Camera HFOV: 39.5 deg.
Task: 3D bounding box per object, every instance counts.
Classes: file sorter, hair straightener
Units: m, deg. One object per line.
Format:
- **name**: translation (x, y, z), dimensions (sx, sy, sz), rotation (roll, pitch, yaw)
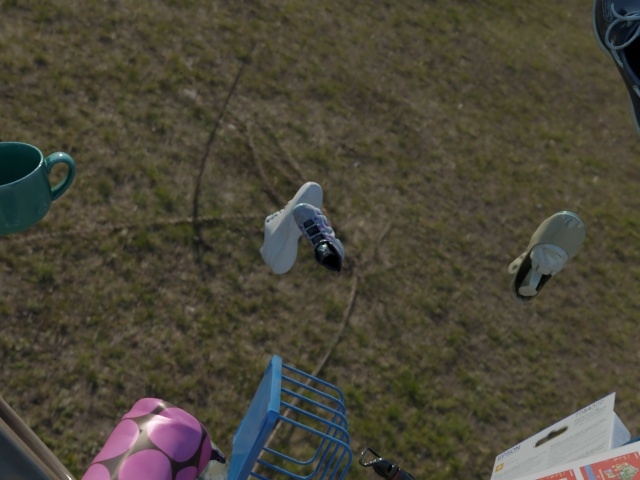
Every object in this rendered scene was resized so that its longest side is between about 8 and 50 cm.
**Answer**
- **file sorter**: translation (-0.033, 0.225, 0.993), dimensions (0.104, 0.118, 0.170), rotation (25, 10, -7)
- **hair straightener**: translation (0.127, 0.388, 1.414), dimensions (0.230, 0.047, 0.089), rotation (40, -13, -33)

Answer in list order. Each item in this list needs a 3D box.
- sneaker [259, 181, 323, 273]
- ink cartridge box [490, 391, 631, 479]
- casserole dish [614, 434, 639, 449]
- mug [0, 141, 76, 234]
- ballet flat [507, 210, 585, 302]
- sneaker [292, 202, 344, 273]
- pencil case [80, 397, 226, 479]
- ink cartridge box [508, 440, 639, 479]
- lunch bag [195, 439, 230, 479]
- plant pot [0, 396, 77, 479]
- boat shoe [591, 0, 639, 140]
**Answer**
- **sneaker**: translation (-0.073, -0.040, 1.863), dimensions (0.080, 0.212, 0.094), rotation (7, 27, -47)
- **ink cartridge box**: translation (0.455, 0.477, 1.743), dimensions (0.071, 0.324, 0.330), rotation (48, 32, -4)
- **casserole dish**: translation (0.306, 0.263, 0.957), dimensions (0.188, 0.114, 0.037), rotation (-20, 70, -45)
- **mug**: translation (-0.439, -0.067, 1.272), dimensions (0.157, 0.097, 0.129), rotation (4, 37, 8)
- **ballet flat**: translation (0.394, 0.041, 1.574), dimensions (0.086, 0.248, 0.086), rotation (4, 61, -7)
- **sneaker**: translation (0.000, 0.000, 1.129), dimensions (0.098, 0.038, 0.069), rotation (49, 14, -19)
- **pencil case**: translation (-0.160, 0.230, 0.727), dimensions (0.095, 0.098, 0.209), rotation (16, 35, 12)
- **ink cartridge box**: translation (0.254, 0.303, 0.697), dimensions (0.309, 0.271, 0.130), rotation (-79, 147, -71)
- **lunch bag**: translation (-0.234, 0.400, 1.023), dimensions (0.213, 0.305, 0.256), rotation (59, 16, -1)
- **plant pot**: translation (-0.278, 0.155, 0.487), dimensions (0.263, 0.263, 0.229), rotation (41, 69, 18)
- **boat shoe**: translation (0.386, -0.227, 1.061), dimensions (0.095, 0.079, 0.255), rotation (-5, 62, 4)
